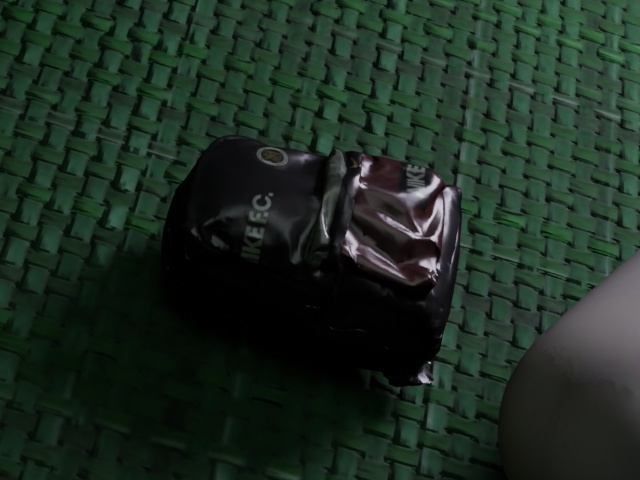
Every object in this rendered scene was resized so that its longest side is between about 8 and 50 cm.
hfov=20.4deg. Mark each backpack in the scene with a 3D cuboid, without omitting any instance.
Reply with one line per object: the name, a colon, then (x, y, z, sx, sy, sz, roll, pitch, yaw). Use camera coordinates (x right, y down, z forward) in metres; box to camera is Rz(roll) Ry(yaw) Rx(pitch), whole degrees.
backpack: (-0.002, 0.002, 0.980, 0.165, 0.106, 0.120, 15, 51, -12)

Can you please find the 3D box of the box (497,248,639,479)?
box: (0.283, 0.134, 0.945, 0.349, 0.141, 0.288, 40, 47, 17)
